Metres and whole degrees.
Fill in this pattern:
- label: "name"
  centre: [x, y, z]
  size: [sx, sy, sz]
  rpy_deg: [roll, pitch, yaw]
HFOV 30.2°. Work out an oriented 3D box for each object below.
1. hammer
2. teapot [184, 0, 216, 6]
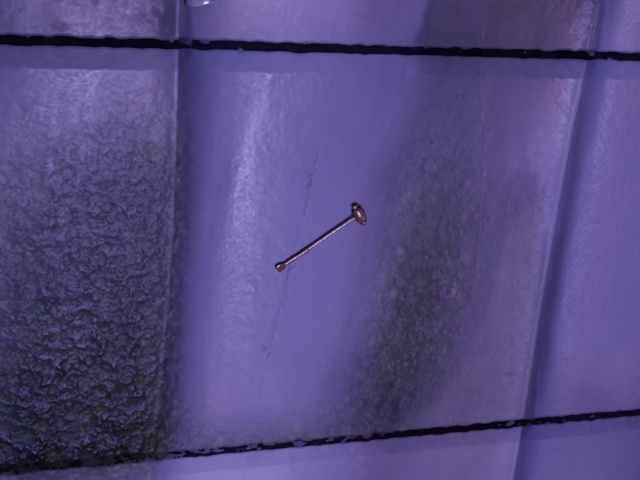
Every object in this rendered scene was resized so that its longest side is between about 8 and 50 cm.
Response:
- label: "hammer"
  centre: [0.000, 0.000, 1.379]
  size: [0.123, 0.014, 0.029]
  rpy_deg: [-33, 110, -1]
- label: "teapot"
  centre: [-0.133, -0.277, 1.190]
  size: [0.063, 0.049, 0.083]
  rpy_deg: [-18, 117, -13]
